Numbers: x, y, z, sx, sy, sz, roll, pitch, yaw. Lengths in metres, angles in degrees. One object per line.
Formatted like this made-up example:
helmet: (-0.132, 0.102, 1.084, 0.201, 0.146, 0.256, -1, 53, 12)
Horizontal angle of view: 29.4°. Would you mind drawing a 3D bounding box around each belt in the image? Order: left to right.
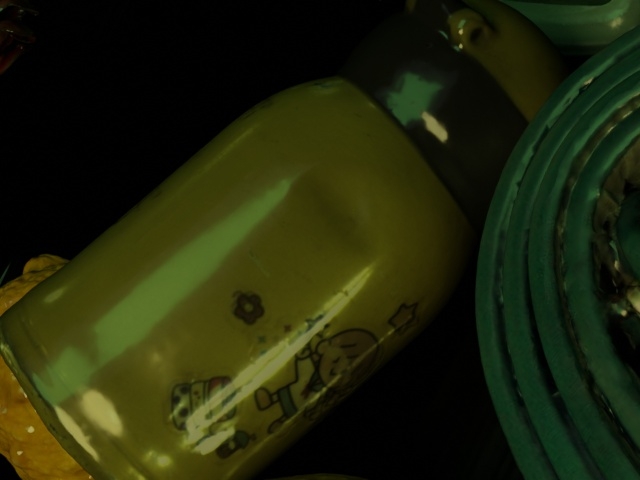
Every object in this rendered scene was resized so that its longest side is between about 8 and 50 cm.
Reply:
belt: (0.253, 0.066, 0.508, 0.300, 0.173, 0.436, -49, 48, 11)

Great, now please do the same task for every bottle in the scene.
bottle: (0.000, 0.000, 0.708, 0.351, 0.171, 0.171, -40, 49, -3)

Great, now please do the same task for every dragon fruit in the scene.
dragon fruit: (-0.341, -0.186, 1.140, 0.142, 0.130, 0.121, -65, 15, -4)

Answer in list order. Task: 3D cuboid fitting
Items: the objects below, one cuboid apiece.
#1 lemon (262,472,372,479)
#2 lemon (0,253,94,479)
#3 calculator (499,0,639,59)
lemon: (-0.005, 0.219, 0.622, 0.192, 0.231, 0.192, 7, 107, 22)
lemon: (-0.168, 0.097, 0.846, 0.142, 0.142, 0.187, -21, 72, 29)
calculator: (0.180, -0.218, 0.787, 0.141, 0.045, 0.246, 16, 81, 42)
